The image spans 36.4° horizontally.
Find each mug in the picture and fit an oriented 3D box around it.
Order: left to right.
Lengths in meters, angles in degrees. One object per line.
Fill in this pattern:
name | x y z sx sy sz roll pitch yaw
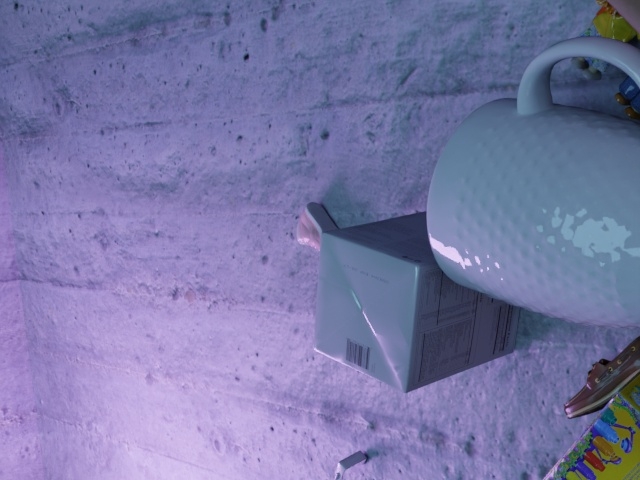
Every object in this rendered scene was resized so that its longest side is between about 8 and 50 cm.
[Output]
mug | 0.343 -0.070 1.229 0.328 0.276 0.374 20 124 48

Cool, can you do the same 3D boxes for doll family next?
doll family | 0.425 -0.250 1.247 0.263 0.118 0.163 52 133 24

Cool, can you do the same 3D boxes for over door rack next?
over door rack | 0.054 0.593 1.834 0.239 0.108 0.324 47 128 29

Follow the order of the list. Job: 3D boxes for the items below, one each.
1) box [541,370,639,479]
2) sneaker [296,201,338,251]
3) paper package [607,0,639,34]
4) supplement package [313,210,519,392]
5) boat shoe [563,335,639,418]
box | 0.458 0.331 1.237 0.279 0.177 0.290 45 138 21
sneaker | 0.000 0.000 1.808 0.134 0.051 0.070 59 136 25
paper package | 0.441 -0.300 1.035 0.168 0.310 0.324 -61 36 33
supplement package | 0.155 0.083 1.500 0.199 0.263 0.198 20 113 43
boat shoe | 0.417 0.199 1.398 0.178 0.064 0.060 -45 61 35
